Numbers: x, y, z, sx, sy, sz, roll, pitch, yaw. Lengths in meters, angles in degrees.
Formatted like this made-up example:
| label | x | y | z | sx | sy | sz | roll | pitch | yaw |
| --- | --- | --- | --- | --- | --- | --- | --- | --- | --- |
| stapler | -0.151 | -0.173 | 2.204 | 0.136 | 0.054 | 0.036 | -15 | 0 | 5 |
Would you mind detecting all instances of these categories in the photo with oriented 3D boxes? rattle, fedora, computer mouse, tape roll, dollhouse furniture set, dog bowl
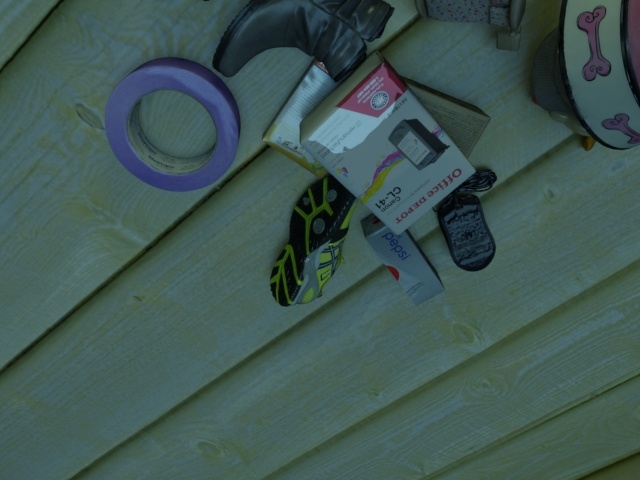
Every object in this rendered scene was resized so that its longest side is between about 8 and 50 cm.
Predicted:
| label | x | y | z | sx | sy | sz | roll | pitch | yaw |
| --- | --- | --- | --- | --- | --- | --- | --- | --- | --- |
| rattle | 0.584 | -0.298 | 1.098 | 0.199 | 0.143 | 0.130 | 8 | 90 | 7 |
| fedora | 0.533 | -0.363 | 0.961 | 0.243 | 0.124 | 0.276 | 27 | 82 | -26 |
| computer mouse | 0.387 | -0.048 | 1.220 | 0.188 | 0.072 | 0.273 | -17 | 110 | 7 |
| tape roll | -0.315 | -0.248 | 1.007 | 0.274 | 0.090 | 0.275 | -2 | 123 | -4 |
| dollhouse furniture set | 0.198 | -0.425 | 0.841 | 0.302 | 0.355 | 0.174 | 18 | 82 | 24 |
| dog bowl | 0.640 | -0.383 | 0.861 | 0.407 | 0.150 | 0.409 | -3 | 95 | -28 |

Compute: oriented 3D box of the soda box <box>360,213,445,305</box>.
| label | x | y | z | sx | sy | sz | roll | pitch | yaw |
| --- | --- | --- | --- | --- | --- | --- | --- | --- | --- |
| soda box | 0.224 | 0.043 | 1.242 | 0.098 | 0.091 | 0.286 | -31 | 120 | 14 |

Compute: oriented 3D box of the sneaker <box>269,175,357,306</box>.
| label | x | y | z | sx | sy | sz | roll | pitch | yaw |
| --- | --- | --- | --- | --- | --- | --- | --- | --- | --- |
| sneaker | 0.000 | 0.000 | 1.191 | 0.147 | 0.145 | 0.385 | 3 | 125 | -45 |

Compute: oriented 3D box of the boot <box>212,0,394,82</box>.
| label | x | y | z | sx | sy | sz | roll | pitch | yaw |
| --- | --- | --- | --- | --- | --- | --- | --- | --- | --- |
| boot | -0.036 | -0.392 | 0.901 | 0.338 | 0.118 | 0.223 | -40 | 105 | 20 |

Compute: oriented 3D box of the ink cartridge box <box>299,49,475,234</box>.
| label | x | y | z | sx | sy | sz | roll | pitch | yaw |
| --- | --- | --- | --- | --- | --- | --- | --- | --- | --- |
| ink cartridge box | 0.136 | -0.195 | 0.959 | 0.226 | 0.131 | 0.306 | -41 | 114 | 20 |

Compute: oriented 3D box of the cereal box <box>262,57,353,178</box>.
| label | x | y | z | sx | sy | sz | roll | pitch | yaw |
| --- | --- | --- | --- | --- | --- | --- | --- | --- | --- |
| cereal box | 0.003 | -0.281 | 1.040 | 0.172 | 0.047 | 0.240 | 31 | 113 | -21 |

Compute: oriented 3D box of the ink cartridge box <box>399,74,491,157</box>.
| label | x | y | z | sx | sy | sz | roll | pitch | yaw |
| --- | --- | --- | --- | --- | --- | --- | --- | --- | --- |
| ink cartridge box | 0.235 | -0.247 | 1.061 | 0.234 | 0.088 | 0.193 | 17 | 120 | -15 |
